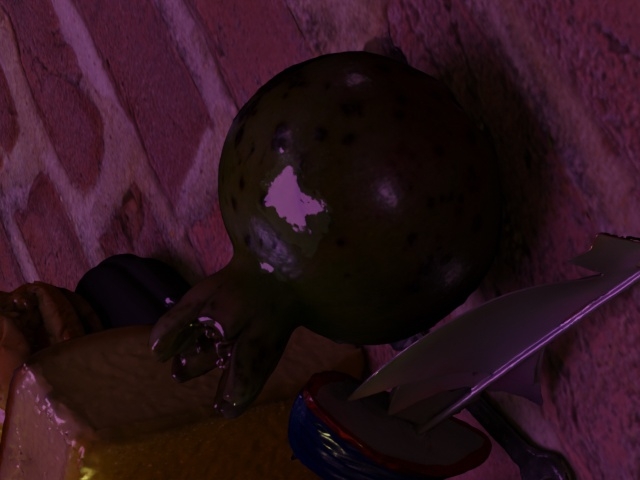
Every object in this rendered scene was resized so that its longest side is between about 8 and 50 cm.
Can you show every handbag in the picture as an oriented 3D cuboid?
[{"bbox_3d":[-0.185,0.147,1.703,0.308,0.093,0.253,38,129,46],"label":"handbag"}]

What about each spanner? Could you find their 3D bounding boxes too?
[{"bbox_3d":[0.127,0.135,1.280,0.254,0.015,0.054,46,136,40],"label":"spanner"}]

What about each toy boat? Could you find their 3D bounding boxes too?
[{"bbox_3d":[0.094,0.100,1.119,0.318,0.219,0.072,-56,42,46],"label":"toy boat"}]

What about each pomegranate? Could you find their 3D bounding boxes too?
[{"bbox_3d":[0.012,0.006,1.184,0.242,0.242,0.306,31,95,50],"label":"pomegranate"}]

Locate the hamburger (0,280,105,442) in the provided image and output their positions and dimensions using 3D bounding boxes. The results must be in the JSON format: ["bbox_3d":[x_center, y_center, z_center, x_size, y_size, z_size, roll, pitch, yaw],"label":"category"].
[{"bbox_3d":[-0.339,0.169,1.709,0.244,0.163,0.244,20,115,52],"label":"hamburger"}]

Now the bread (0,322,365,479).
[{"bbox_3d":[-0.143,0.229,1.447,0.143,0.324,0.333,49,136,38],"label":"bread"}]
